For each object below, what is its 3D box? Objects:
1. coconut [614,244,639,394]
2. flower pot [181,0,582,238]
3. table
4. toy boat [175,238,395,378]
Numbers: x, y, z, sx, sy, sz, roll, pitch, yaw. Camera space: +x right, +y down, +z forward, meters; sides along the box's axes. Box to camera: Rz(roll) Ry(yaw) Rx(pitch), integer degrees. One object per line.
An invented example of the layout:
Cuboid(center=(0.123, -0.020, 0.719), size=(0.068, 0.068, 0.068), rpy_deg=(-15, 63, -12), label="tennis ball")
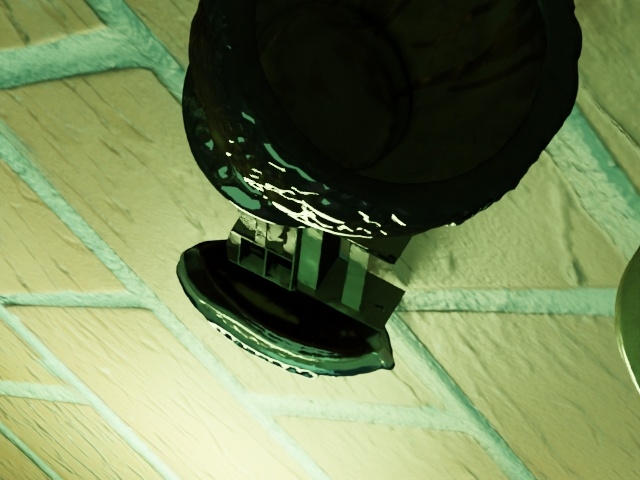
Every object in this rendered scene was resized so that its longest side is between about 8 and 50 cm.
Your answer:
Cuboid(center=(0.322, 0.066, 1.273), size=(0.224, 0.224, 0.224), rpy_deg=(27, 153, 15), label="coconut")
Cuboid(center=(0.019, -0.123, 1.257), size=(0.266, 0.266, 0.267), rpy_deg=(39, 164, -9), label="flower pot")
Cuboid(center=(0.000, 0.000, 1.672), size=(0.175, 0.062, 0.146), rpy_deg=(27, 153, 11), label="table")
Cuboid(center=(-0.038, 0.076, 1.789), size=(0.262, 0.114, 0.115), rpy_deg=(29, 158, 11), label="toy boat")
